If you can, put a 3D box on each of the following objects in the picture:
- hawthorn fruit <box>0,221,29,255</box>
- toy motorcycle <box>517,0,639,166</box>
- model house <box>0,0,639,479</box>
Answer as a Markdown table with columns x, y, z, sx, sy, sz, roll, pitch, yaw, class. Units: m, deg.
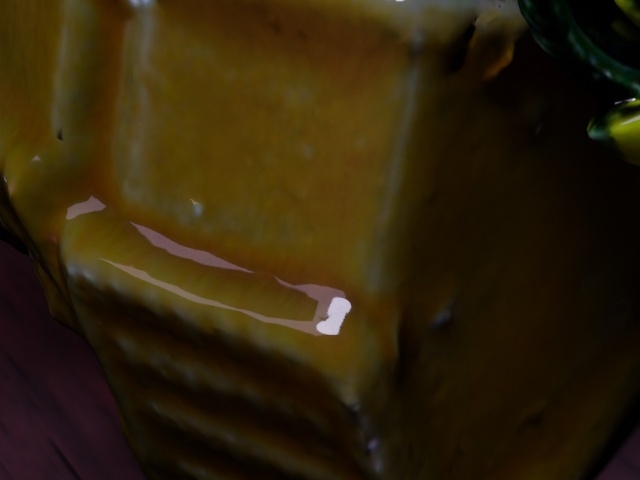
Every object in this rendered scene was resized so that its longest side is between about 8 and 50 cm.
| x | y | z | sx | sy | sz | roll | pitch | yaw | class |
| --- | --- | --- | --- | --- | --- | --- | --- | --- | --- |
| -0.074 | -0.137 | 0.889 | 0.254 | 0.254 | 0.300 | -27 | 31 | 15 | hawthorn fruit |
| 0.237 | -0.074 | 0.580 | 0.342 | 0.206 | 0.142 | -22 | 21 | -3 | toy motorcycle |
| -0.005 | -0.004 | 0.692 | 0.268 | 0.239 | 0.173 | 20 | 17 | 32 | model house |
